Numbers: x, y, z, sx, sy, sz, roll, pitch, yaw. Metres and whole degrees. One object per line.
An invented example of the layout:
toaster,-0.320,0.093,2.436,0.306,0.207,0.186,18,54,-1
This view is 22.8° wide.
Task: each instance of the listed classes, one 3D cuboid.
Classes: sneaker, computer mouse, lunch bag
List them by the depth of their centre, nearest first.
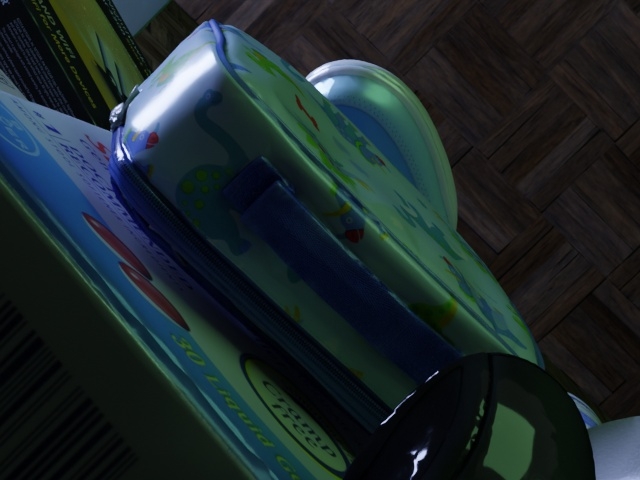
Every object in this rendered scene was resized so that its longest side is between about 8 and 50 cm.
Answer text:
computer mouse,0.043,0.181,0.560,0.184,0.262,0.060,48,-17,-19
lunch bag,0.000,0.000,0.737,0.219,0.090,0.176,43,8,-16
sneaker,0.019,0.060,1.003,0.208,0.127,0.319,-71,160,-66

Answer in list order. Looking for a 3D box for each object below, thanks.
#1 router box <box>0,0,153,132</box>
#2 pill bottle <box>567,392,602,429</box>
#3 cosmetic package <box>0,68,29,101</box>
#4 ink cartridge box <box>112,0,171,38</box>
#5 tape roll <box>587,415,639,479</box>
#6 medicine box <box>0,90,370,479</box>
router box,-0.140,-0.039,1.090,0.309,0.081,0.243,60,9,2
pill bottle,0.207,0.223,1.516,0.152,0.152,0.272,45,7,-1
cosmetic package,-0.295,-0.125,0.806,0.296,0.129,0.153,47,7,19
ink cartridge box,-0.271,-0.293,1.635,0.219,0.160,0.092,49,8,23
tape roll,0.279,0.273,0.997,0.392,0.392,0.072,44,51,-7
medicine box,-0.091,0.078,0.745,0.263,0.149,0.289,48,9,14
